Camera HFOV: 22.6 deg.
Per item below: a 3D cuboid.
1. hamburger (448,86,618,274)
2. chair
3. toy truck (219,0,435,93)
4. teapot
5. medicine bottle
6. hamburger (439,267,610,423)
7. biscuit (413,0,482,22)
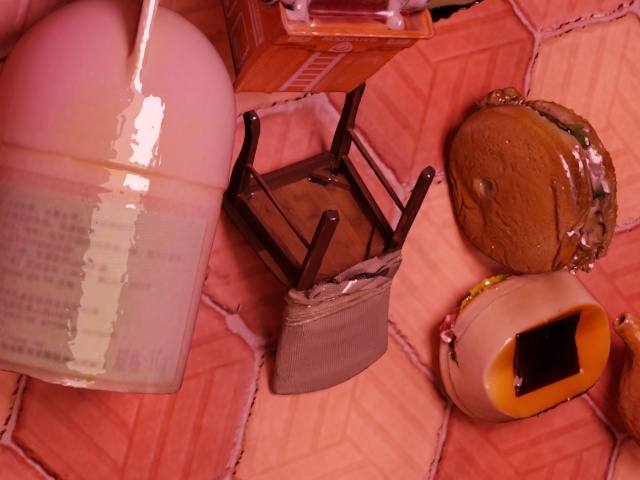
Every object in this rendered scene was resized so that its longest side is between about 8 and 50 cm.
[{"bbox_3d":[0.244,-0.070,1.786,0.122,0.189,0.215,-24,104,-33],"label":"hamburger"},{"bbox_3d":[0.000,0.000,1.702,0.160,0.319,0.186,-23,61,-25],"label":"chair"},{"bbox_3d":[-0.030,-0.340,1.567,0.173,0.207,0.387,-2,71,-27],"label":"toy truck"},{"bbox_3d":[0.449,0.162,1.938,0.203,0.167,0.311,-45,136,14],"label":"teapot"},{"bbox_3d":[-0.205,-0.073,1.525,0.236,0.236,0.406,11,91,-27],"label":"medicine bottle"},{"bbox_3d":[0.235,0.118,1.845,0.210,0.116,0.173,-22,113,-27],"label":"hamburger"},{"bbox_3d":[0.100,-0.283,1.768,0.322,0.038,0.099,-26,104,-21],"label":"biscuit"}]
